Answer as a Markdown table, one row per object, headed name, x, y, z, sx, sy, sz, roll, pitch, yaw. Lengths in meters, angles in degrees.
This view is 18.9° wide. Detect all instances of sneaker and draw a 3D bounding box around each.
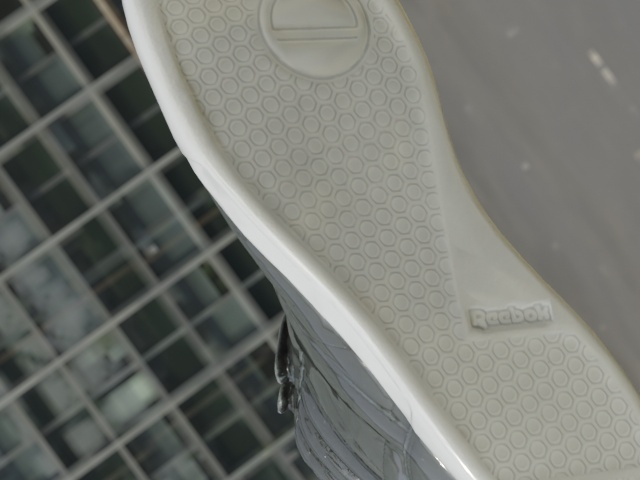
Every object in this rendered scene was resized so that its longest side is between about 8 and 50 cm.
| name | x | y | z | sx | sy | sz | roll | pitch | yaw |
| --- | --- | --- | --- | --- | --- | --- | --- | --- | --- |
| sneaker | 0.000 | 0.000 | 0.748 | 0.296 | 0.104 | 0.147 | 56 | 155 | 2 |
